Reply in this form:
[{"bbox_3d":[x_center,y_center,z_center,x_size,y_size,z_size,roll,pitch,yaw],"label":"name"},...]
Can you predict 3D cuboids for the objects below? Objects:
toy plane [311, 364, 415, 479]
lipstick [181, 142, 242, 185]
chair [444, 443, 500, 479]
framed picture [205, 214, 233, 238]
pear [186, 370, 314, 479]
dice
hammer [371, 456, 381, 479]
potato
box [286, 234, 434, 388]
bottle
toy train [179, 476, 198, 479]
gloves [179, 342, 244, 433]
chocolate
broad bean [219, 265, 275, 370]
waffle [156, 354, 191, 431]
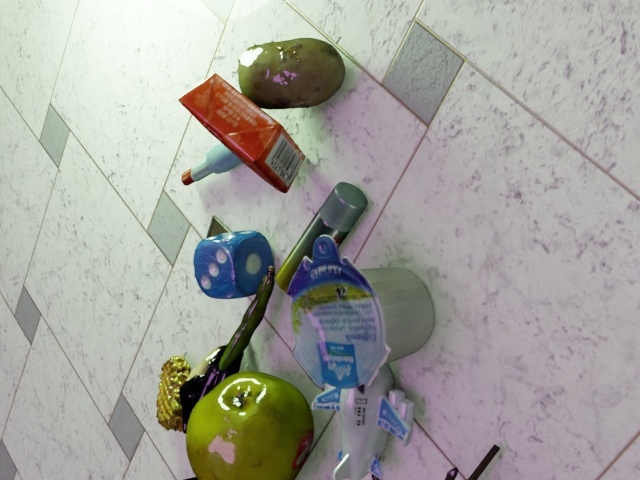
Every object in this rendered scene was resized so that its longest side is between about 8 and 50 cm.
[{"bbox_3d":[0.087,0.364,1.763,0.267,0.122,0.267,-5,83,43],"label":"toy plane"},{"bbox_3d":[-0.255,-0.192,2.084,0.274,0.061,0.068,-22,89,45],"label":"lipstick"},{"bbox_3d":[0.256,0.548,1.576,0.160,0.186,0.319,44,122,27],"label":"chair"},{"bbox_3d":[-0.240,0.021,2.134,0.149,0.011,0.109,42,123,34],"label":"framed picture"},{"bbox_3d":[-0.158,0.464,1.929,0.287,0.287,0.375,42,146,34],"label":"pear"},{"bbox_3d":[-0.202,0.057,1.999,0.146,0.143,0.146,-3,98,38],"label":"dice"},{"bbox_3d":[0.121,0.539,1.827,0.065,0.021,0.178,-16,87,46],"label":"hammer"},{"bbox_3d":[-0.068,-0.350,1.799,0.262,0.165,0.165,1,96,46],"label":"potato"},{"bbox_3d":[0.086,0.128,1.675,0.262,0.206,0.291,-14,84,45],"label":"box"},{"bbox_3d":[0.000,0.000,1.834,0.082,0.082,0.286,54,129,26],"label":"bottle"},{"bbox_3d":[-0.266,0.728,2.153,0.369,0.163,0.232,-3,84,46],"label":"toy train"},{"bbox_3d":[-0.237,0.365,2.097,0.197,0.152,0.301,23,98,13],"label":"gloves"},{"bbox_3d":[-0.159,-0.231,1.838,0.235,0.237,0.108,39,90,20],"label":"chocolate"},{"bbox_3d":[-0.160,0.182,1.968,0.043,0.060,0.297,33,108,18],"label":"broad bean"},{"bbox_3d":[-0.385,0.403,2.270,0.193,0.070,0.197,119,147,-42],"label":"waffle"}]
